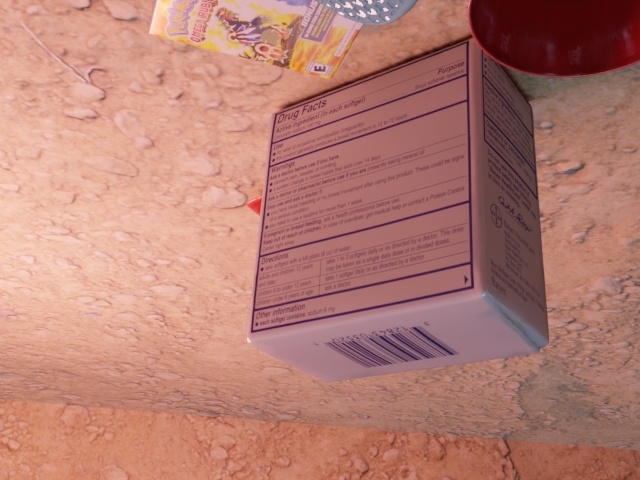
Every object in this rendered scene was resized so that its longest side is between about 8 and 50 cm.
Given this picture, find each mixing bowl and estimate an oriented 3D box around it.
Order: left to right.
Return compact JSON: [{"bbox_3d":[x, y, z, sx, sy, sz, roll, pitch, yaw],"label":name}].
[{"bbox_3d":[0.208,-0.223,0.677,0.181,0.098,0.181,2,153,1],"label":"mixing bowl"}]

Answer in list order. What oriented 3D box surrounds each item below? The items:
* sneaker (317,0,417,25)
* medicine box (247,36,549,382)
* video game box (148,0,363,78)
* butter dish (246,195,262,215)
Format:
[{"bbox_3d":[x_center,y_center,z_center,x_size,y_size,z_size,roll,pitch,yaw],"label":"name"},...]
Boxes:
[{"bbox_3d":[0.084,-0.267,0.450,0.127,0.208,0.319,33,163,-12],"label":"sneaker"},{"bbox_3d":[0.081,-0.023,0.884,0.263,0.289,0.149,-15,147,32],"label":"medicine box"},{"bbox_3d":[-0.042,-0.234,0.742,0.187,0.048,0.205,13,153,-14],"label":"video game box"},{"bbox_3d":[0.000,0.000,1.140,0.160,0.118,0.160,-15,150,32],"label":"butter dish"}]
